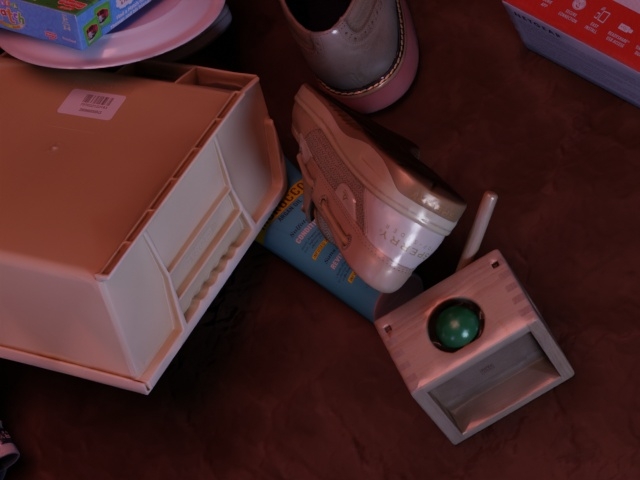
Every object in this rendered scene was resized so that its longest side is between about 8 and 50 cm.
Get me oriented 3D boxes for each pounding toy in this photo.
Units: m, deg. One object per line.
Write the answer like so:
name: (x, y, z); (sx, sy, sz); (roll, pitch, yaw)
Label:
pounding toy: (0.115, 0.060, 1.503); (0.130, 0.141, 0.100); (-31, 56, 5)

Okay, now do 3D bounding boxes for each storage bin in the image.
storage bin: (-0.201, -0.033, 1.622); (0.262, 0.123, 0.260); (11, 47, 28)

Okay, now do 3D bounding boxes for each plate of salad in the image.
plate of salad: (-0.178, -0.189, 1.677); (0.199, 0.048, 0.200); (-5, 36, 3)

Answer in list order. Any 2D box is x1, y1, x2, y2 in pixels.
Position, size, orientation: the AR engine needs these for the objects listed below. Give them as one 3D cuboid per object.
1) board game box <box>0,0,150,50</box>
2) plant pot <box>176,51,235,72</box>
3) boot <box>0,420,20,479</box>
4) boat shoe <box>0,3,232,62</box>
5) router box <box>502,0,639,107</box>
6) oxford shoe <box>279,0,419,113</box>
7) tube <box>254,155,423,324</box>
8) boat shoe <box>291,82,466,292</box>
board game box: (-0.195, -0.239, 1.675); (0.160, 0.039, 0.211); (17, 41, 31)
plant pot: (-0.169, -0.077, 1.762); (0.236, 0.032, 0.236); (-10, 61, 19)
boot: (-0.295, 0.146, 1.679); (0.123, 0.095, 0.258); (28, 82, 21)
boat shoe: (-0.229, -0.229, 1.804); (0.320, 0.103, 0.118); (15, 46, 31)
router box: (0.364, -0.220, 1.577); (0.335, 0.082, 0.301); (32, 80, 33)
oxford shoe: (0.001, -0.282, 1.735); (0.123, 0.130, 0.348); (-25, 58, 10)
tube: (0.000, 0.000, 1.645); (0.080, 0.052, 0.207); (-41, 50, -15)
boat shoe: (0.024, -0.044, 1.566); (0.098, 0.109, 0.302); (-59, 23, 9)
